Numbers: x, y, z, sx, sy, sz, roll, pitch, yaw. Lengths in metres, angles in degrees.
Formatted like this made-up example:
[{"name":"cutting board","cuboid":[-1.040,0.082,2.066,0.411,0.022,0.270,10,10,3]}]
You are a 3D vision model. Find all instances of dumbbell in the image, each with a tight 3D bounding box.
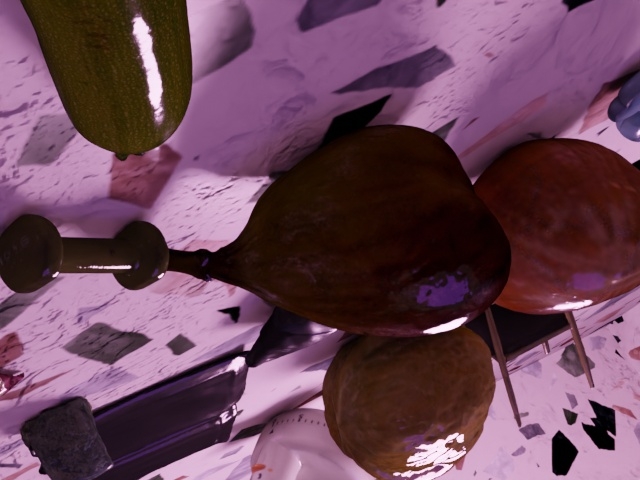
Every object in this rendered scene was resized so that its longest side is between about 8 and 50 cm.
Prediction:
[{"name":"dumbbell","cuboid":[-0.155,0.010,0.565,0.052,0.046,0.118,-33,162,28]}]

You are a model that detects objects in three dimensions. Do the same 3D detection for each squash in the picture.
[{"name":"squash","cuboid":[-0.089,-0.098,0.346,0.069,0.069,0.258,-25,161,-11]}]

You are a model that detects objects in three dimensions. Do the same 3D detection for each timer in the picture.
[{"name":"timer","cuboid":[-0.019,0.423,1.537,0.233,0.233,0.240,-45,-167,39]}]

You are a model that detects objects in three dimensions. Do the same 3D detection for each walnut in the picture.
[{"name":"walnut","cuboid":[0.141,0.238,1.301,0.282,0.283,0.227,-19,-172,-28]}]

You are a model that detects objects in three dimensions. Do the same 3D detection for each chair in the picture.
[{"name":"chair","cuboid":[0.352,0.154,1.513,0.188,0.272,0.166,-25,-155,-10]}]

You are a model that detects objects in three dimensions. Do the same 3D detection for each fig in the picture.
[{"name":"fig","cuboid":[0.000,-0.002,0.640,0.274,0.170,0.146,-7,140,-4]}]

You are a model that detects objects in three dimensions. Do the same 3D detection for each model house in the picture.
[{"name":"model house","cuboid":[-0.267,0.220,0.895,0.078,0.083,0.066,-26,163,-11]}]

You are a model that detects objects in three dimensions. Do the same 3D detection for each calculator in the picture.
[{"name":"calculator","cuboid":[0.424,-0.180,0.919,0.302,0.042,0.188,-22,161,-30]}]

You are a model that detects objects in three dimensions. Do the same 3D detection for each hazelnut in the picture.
[{"name":"hazelnut","cuboid":[0.243,-0.012,0.859,0.214,0.176,0.214,-16,-154,8]}]

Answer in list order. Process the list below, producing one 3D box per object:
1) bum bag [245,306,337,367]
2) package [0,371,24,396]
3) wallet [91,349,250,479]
[{"name":"bum bag","cuboid":[0.009,0.061,0.902,0.137,0.074,0.310,-28,165,-36]},{"name":"package","cuboid":[-0.286,0.129,0.713,0.059,0.029,0.083,-36,172,-4]},{"name":"wallet","cuboid":[-0.214,0.255,1.130,0.247,0.041,0.323,-22,157,-22]}]
